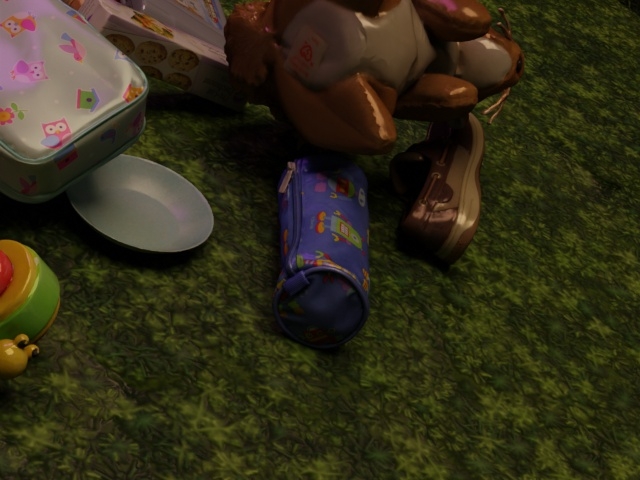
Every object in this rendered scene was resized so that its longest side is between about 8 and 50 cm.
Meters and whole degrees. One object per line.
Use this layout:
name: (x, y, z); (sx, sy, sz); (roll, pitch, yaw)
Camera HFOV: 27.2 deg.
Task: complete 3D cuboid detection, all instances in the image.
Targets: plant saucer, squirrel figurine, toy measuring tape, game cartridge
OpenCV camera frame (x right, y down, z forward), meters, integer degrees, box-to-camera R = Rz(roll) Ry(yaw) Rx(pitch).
plant saucer: (-0.232, -0.037, 1.670); (0.195, 0.037, 0.195); (18, 33, -12)
squirrel figurine: (0.081, -0.261, 1.871); (0.397, 0.281, 0.370); (-1, 5, 42)
toy measuring tape: (-0.354, 0.018, 1.427); (0.121, 0.121, 0.330); (4, 39, -31)
game cartridge: (-0.238, -0.389, 2.089); (0.198, 0.062, 0.297); (23, 32, -37)

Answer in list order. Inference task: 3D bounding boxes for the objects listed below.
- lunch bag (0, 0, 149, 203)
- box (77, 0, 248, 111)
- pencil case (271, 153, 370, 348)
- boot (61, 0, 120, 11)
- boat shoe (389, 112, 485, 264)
lunch bag: (-0.365, -0.185, 1.590); (0.279, 0.108, 0.224); (39, 60, 17)
box: (-0.214, -0.264, 1.883); (0.324, 0.067, 0.063); (18, 26, -53)
pencil case: (0.000, 0.000, 1.701); (0.133, 0.119, 0.306); (40, 26, -24)
boot: (-0.321, -0.355, 2.041); (0.152, 0.073, 0.197); (40, 33, 6)
boat shoe: (0.164, -0.104, 1.972); (0.123, 0.123, 0.342); (21, 39, -10)
